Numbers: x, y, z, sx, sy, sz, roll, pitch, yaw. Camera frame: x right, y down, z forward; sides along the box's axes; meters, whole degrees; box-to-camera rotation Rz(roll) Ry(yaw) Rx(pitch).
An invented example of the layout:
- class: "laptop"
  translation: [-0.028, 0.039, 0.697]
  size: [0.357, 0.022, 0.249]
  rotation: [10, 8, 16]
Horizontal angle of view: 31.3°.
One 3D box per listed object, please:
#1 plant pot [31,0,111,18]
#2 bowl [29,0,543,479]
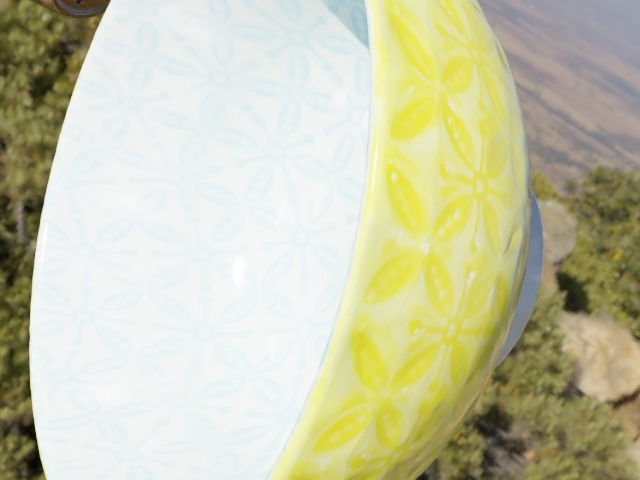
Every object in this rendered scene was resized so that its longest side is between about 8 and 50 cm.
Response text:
- class: "plant pot"
  translation: [-0.284, -0.339, 1.111]
  size: [0.254, 0.237, 0.237]
  rotation: [48, 25, 21]
- class: "bowl"
  translation: [0.000, 0.000, 0.491]
  size: [0.156, 0.289, 0.289]
  rotation: [13, 26, -33]
